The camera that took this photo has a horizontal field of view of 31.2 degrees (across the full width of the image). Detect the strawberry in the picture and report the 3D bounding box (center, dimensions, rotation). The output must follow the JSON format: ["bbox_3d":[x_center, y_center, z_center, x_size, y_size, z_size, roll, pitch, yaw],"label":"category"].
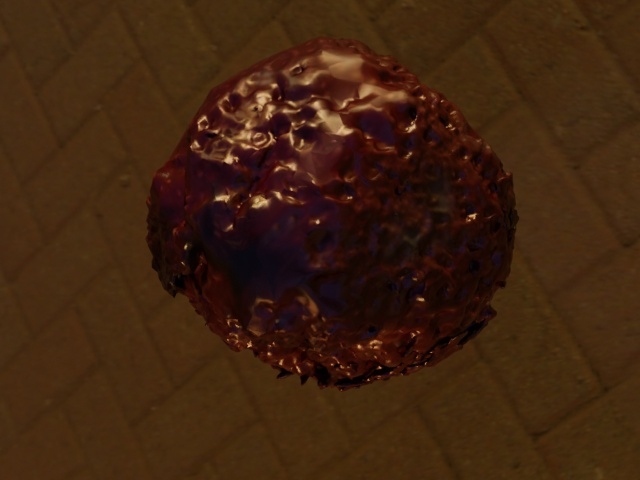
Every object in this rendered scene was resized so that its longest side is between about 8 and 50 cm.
[{"bbox_3d":[0.000,0.000,0.819,0.274,0.220,0.274,5,120,9],"label":"strawberry"}]
